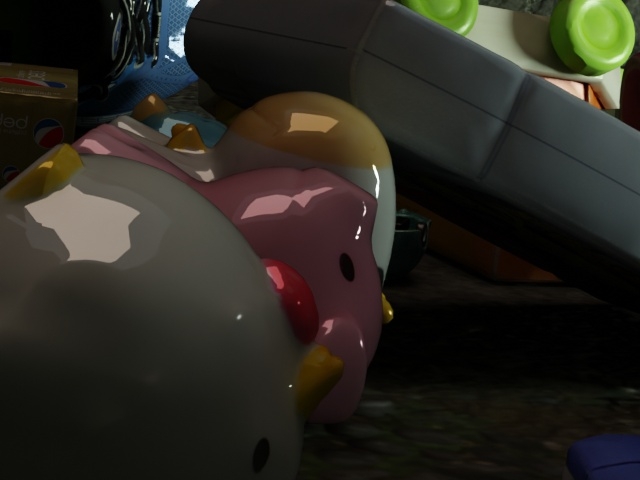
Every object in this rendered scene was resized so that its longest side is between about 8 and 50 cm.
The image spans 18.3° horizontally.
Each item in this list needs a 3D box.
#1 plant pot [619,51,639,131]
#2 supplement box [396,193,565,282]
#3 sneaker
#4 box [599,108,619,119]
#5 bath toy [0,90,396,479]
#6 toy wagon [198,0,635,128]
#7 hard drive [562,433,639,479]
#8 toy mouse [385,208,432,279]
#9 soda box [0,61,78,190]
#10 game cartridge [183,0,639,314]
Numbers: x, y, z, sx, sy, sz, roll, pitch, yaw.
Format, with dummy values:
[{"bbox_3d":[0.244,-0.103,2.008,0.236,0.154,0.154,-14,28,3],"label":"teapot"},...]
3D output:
[{"bbox_3d":[0.263,-0.050,1.058,0.180,0.201,0.201,-10,11,-4],"label":"plant pot"},{"bbox_3d":[0.081,-0.036,1.134,0.080,0.078,0.233,2,11,-26],"label":"supplement box"},{"bbox_3d":[-0.168,-0.135,1.389,0.147,0.129,0.330,5,14,43],"label":"sneaker"},{"bbox_3d":[0.260,-0.055,1.283,0.186,0.038,0.145,0,-9,30],"label":"box"},{"bbox_3d":[-0.039,0.020,0.619,0.151,0.129,0.348,-37,5,6],"label":"bath toy"},{"bbox_3d":[0.098,-0.103,1.339,0.344,0.068,0.267,7,-14,-26],"label":"toy wagon"},{"bbox_3d":[0.184,0.112,0.441,0.210,0.040,0.318,6,9,-4],"label":"hard drive"},{"bbox_3d":[0.000,0.000,1.002,0.161,0.031,0.143,0,11,-31],"label":"toy mouse"},{"bbox_3d":[-0.176,-0.068,1.191,0.058,0.061,0.181,6,9,-7],"label":"soda box"},{"bbox_3d":[0.098,-0.024,0.864,0.294,0.060,0.196,27,-6,-28],"label":"game cartridge"}]
